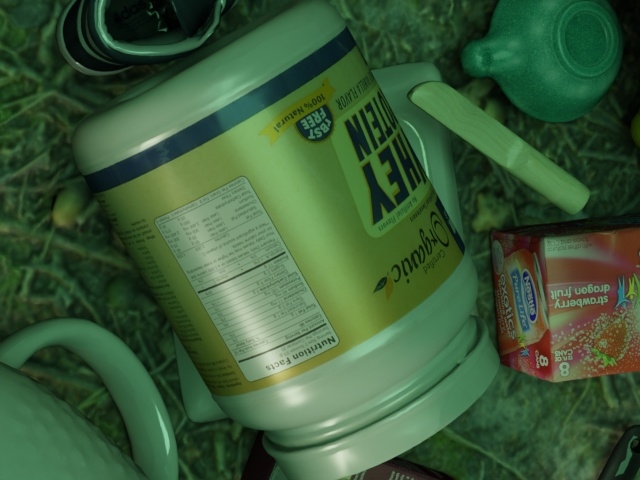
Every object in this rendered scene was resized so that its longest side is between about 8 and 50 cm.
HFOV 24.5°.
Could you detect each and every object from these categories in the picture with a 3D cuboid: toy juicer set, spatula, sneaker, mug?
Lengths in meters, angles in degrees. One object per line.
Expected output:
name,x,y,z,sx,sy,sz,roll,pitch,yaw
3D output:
toy juicer set,0.229,-0.141,1.300,0.329,0.089,0.209,-42,107,-21
spatula,0.232,0.303,1.357,0.084,0.030,0.296,26,87,-13
sneaker,-0.080,-0.228,1.172,0.282,0.153,0.099,-39,103,-10
mug,-0.223,0.219,1.099,0.328,0.276,0.374,58,38,-24

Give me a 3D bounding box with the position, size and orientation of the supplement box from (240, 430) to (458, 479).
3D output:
supplement box,0.028,0.229,1.269,0.188,0.081,0.104,22,88,-16

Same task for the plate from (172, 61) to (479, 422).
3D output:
plate,0.000,0.000,1.266,0.278,0.045,0.277,-10,96,-15

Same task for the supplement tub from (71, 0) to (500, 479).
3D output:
supplement tub,-0.020,0.001,1.119,0.228,0.228,0.316,-32,101,-12

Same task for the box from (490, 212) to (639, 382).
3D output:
box,0.293,0.042,1.310,0.257,0.122,0.128,-6,95,-16
